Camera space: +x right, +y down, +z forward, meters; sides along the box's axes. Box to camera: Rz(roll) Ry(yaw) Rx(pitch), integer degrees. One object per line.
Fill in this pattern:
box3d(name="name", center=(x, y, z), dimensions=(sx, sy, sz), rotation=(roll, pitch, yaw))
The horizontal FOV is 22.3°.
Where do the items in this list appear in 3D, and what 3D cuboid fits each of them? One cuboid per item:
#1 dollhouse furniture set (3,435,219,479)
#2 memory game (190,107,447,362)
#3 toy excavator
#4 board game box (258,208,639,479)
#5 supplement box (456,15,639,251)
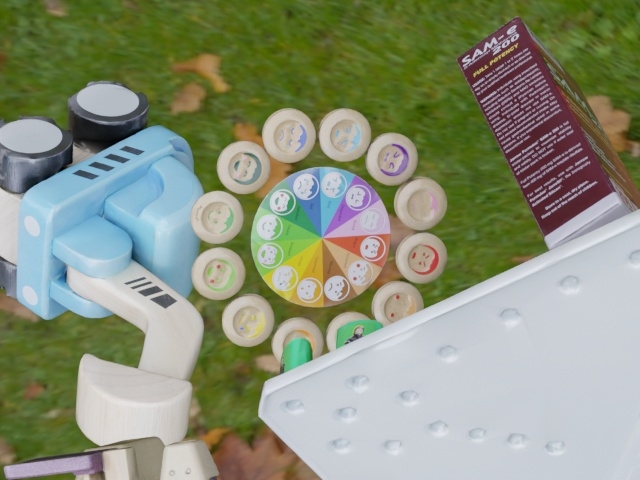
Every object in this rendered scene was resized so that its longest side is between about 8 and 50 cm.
box3d(name="dollhouse furniture set", center=(-0.074, 0.131, 0.734), dimensions=(0.091, 0.114, 0.081), rotation=(-9, 86, 14))
box3d(name="memory game", center=(0.000, 0.000, 1.111), dimensions=(0.186, 0.012, 0.186), rotation=(-2, 101, -12))
box3d(name="toy excavator", center=(-0.238, 0.033, 1.978), dimensions=(0.445, 0.433, 0.222), rotation=(28, 129, 26))
box3d(name="board game box", center=(0.228, 0.118, 0.951), dimensions=(0.390, 0.050, 0.390), rotation=(-26, 125, 23))
box3d(name="supplement box", center=(0.210, -0.066, 1.382), dimensions=(0.073, 0.130, 0.239), rotation=(-35, 47, 16))
